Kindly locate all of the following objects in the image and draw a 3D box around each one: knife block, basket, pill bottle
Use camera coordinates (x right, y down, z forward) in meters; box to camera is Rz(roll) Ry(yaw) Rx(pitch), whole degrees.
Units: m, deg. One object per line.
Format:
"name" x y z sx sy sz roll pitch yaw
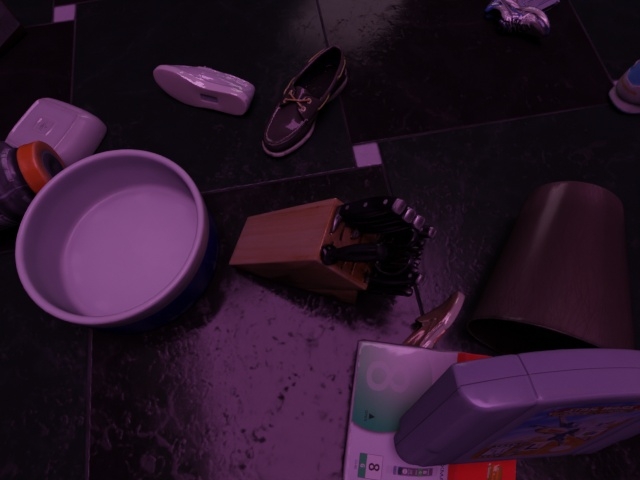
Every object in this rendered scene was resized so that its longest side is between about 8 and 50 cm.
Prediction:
"knife block" 0.000 0.000 0.571 0.275 0.242 0.088 16 69 8
"basket" 0.329 0.047 0.596 0.204 0.154 0.227 21 67 9
"pill bottle" -0.527 -0.073 0.670 0.245 0.130 0.131 -20 69 -3

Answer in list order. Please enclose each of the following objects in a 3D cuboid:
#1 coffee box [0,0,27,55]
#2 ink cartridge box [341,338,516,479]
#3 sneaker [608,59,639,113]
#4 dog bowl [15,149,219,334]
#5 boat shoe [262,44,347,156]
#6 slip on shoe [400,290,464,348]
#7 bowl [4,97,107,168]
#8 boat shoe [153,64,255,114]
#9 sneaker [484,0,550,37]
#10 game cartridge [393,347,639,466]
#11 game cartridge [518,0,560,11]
"coffee box" -0.712 -0.374 0.816 0.141 0.098 0.247 30 73 12
"ink cartridge box" 0.148 0.231 0.556 0.224 0.056 0.181 7 83 5
"sneaker" 0.627 -0.285 0.745 0.228 0.092 0.088 -16 67 -6
"dog bowl" -0.292 0.002 0.653 0.264 0.104 0.265 -1 69 1
"boat shoe" -0.030 -0.247 0.762 0.081 0.069 0.228 30 72 13
"slip on shoe" 0.156 0.122 0.623 0.041 0.051 0.135 37 82 13
"bowl" -0.468 -0.185 0.760 0.141 0.053 0.142 23 69 9
"boat shoe" -0.207 -0.284 0.788 0.184 0.066 0.063 15 56 10
"sneaker" 0.371 -0.418 0.834 0.058 0.052 0.135 -42 65 -3
"game cartridge" 0.250 0.186 0.478 0.296 0.198 0.062 3 52 -14
"game cartridge" 0.425 -0.474 0.867 0.083 0.017 0.056 -28 74 -9
